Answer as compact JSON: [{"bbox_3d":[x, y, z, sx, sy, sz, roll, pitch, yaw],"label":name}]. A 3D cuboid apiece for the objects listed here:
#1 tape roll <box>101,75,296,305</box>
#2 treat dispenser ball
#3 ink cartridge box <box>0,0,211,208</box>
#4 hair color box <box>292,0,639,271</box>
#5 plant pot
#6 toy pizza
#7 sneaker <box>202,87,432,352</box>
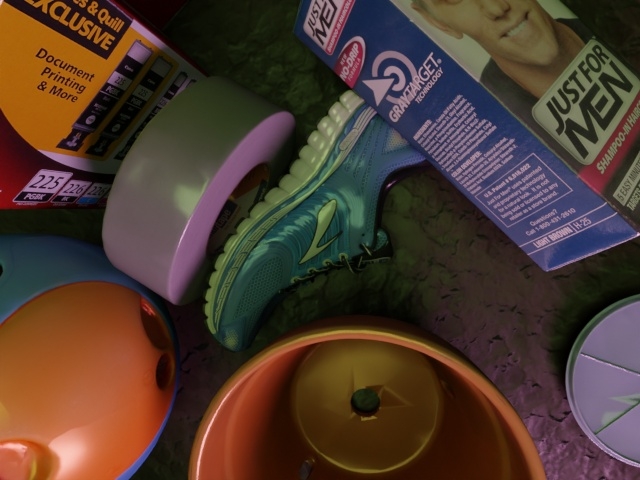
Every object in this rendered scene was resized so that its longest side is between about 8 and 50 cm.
[{"bbox_3d":[-0.110,-0.046,0.432,0.072,0.219,0.219,31,97,4],"label":"tape roll"},{"bbox_3d":[-0.293,0.137,0.433,0.287,0.288,0.289,1,94,7],"label":"treat dispenser ball"},{"bbox_3d":[-0.220,-0.167,0.392,0.130,0.309,0.272,44,98,2],"label":"ink cartridge box"},{"bbox_3d":[0.160,-0.159,0.411,0.347,0.105,0.174,44,63,3],"label":"hair color box"},{"bbox_3d":[0.044,0.206,0.438,0.290,0.203,0.291,0,93,8],"label":"plant pot"},{"bbox_3d":[0.377,0.155,0.477,0.201,0.032,0.202,1,94,9],"label":"toy pizza"},{"bbox_3d":[0.000,0.000,0.468,0.147,0.130,0.330,38,98,6],"label":"sneaker"}]
